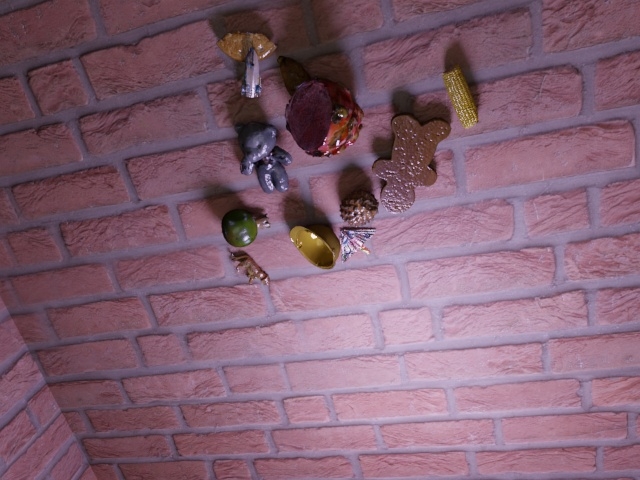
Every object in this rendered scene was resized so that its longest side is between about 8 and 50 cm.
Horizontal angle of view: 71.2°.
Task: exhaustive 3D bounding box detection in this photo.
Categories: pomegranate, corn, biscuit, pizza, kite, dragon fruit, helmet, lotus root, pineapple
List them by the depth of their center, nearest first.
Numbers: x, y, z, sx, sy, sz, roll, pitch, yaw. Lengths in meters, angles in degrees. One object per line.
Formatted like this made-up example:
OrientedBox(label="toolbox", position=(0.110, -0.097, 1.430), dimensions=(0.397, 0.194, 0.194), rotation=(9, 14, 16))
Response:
OrientedBox(label="corn", position=(0.549, -0.558, 1.743), dimensions=(0.081, 0.081, 0.248), rotation=(-23, 107, 17))
OrientedBox(label="dragon fruit", position=(0.046, -0.496, 1.775), dimensions=(0.314, 0.263, 0.296), rotation=(57, 135, 27))
OrientedBox(label="pizza", position=(-0.295, -0.782, 1.800), dimensions=(0.247, 0.058, 0.127), rotation=(-5, 114, 11))
OrientedBox(label="lotus root", position=(-0.112, -0.668, 1.803), dimensions=(0.108, 0.094, 0.190), rotation=(-36, 100, -15))
OrientedBox(label="biscuit", position=(0.359, -0.318, 1.884), dimensions=(0.283, 0.064, 0.431), rotation=(10, 115, -4))
OrientedBox(label="pineapple", position=(0.158, -0.133, 1.954), dimensions=(0.166, 0.166, 0.193), rotation=(49, 140, -12))
OrientedBox(label="helmet", position=(0.000, 0.000, 2.038), dimensions=(0.257, 0.140, 0.205), rotation=(46, 144, -1))
OrientedBox(label="pomegranate", position=(-0.343, -0.066, 2.060), dimensions=(0.225, 0.187, 0.186), rotation=(-17, 111, -14))
OrientedBox(label="kite", position=(0.157, 0.015, 2.086), dimensions=(0.183, 0.014, 0.241), rotation=(35, 114, -9))

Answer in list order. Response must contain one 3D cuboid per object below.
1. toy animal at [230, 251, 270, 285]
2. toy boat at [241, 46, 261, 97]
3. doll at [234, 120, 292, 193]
OrientedBox(label="toy animal", position=(-0.346, 0.140, 2.202), dimensions=(0.099, 0.057, 0.241), rotation=(-36, 101, 14))
OrientedBox(label="toy boat", position=(-0.277, -0.677, 1.811), dimensions=(0.085, 0.066, 0.210), rotation=(-2, 131, -14))
OrientedBox(label="doll", position=(-0.247, -0.346, 1.921), dimensions=(0.246, 0.158, 0.340), rotation=(-1, 116, 23))
